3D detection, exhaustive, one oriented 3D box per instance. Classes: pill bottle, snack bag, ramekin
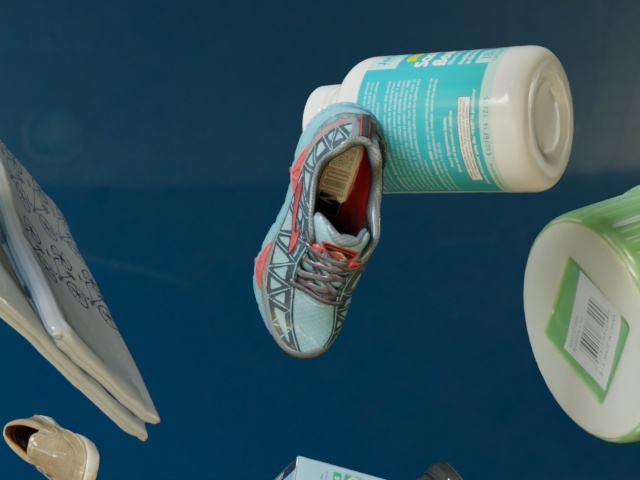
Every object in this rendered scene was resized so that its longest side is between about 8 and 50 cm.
[{"bbox_3d":[0.116,-0.121,1.310,0.264,0.146,0.146,1,-32,32],"label":"pill bottle"},{"bbox_3d":[-0.280,-0.012,1.137,0.037,0.323,0.342,-33,-42,1],"label":"snack bag"},{"bbox_3d":[0.367,0.089,1.477,0.148,0.303,0.303,-12,-45,-22],"label":"ramekin"}]

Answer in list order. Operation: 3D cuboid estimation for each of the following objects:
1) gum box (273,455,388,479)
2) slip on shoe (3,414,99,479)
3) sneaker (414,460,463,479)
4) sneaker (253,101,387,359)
[{"bbox_3d":[0.041,0.244,1.068,0.184,0.041,0.157,17,-30,-12],"label":"gum box"},{"bbox_3d":[-0.239,0.186,1.118,0.041,0.135,0.051,14,-84,-36],"label":"slip on shoe"},{"bbox_3d":[0.126,0.364,1.462,0.106,0.101,0.267,-28,-50,-18],"label":"sneaker"},{"bbox_3d":[0.000,0.000,1.222,0.104,0.125,0.262,8,-75,-11],"label":"sneaker"}]
